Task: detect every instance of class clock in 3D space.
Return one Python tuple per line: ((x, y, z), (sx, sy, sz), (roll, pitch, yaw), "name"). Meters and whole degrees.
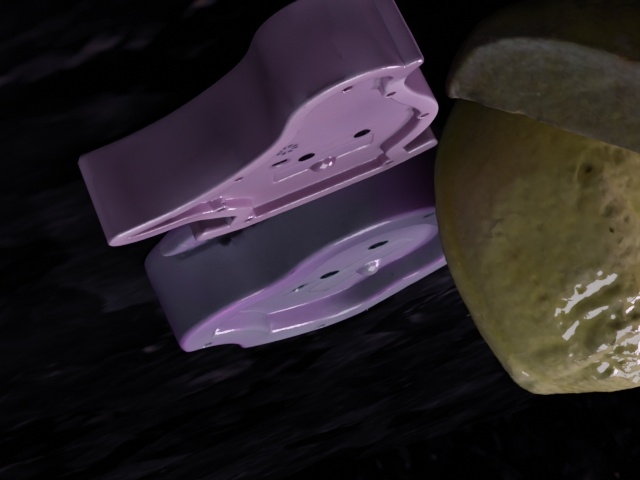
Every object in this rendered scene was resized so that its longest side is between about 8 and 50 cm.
((-0.051, -0.090, 1.492), (0.290, 0.080, 0.275), (-24, 166, -4), "clock")
((0.000, 0.000, 1.868), (0.338, 0.102, 0.338), (-22, 166, -6), "clock")

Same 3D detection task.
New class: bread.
((0.247, -0.024, 1.726), (0.237, 0.320, 0.320), (-23, 168, 28), "bread")

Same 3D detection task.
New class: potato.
((0.235, -0.152, 1.539), (0.255, 0.269, 0.112), (5, 118, -4), "potato")
